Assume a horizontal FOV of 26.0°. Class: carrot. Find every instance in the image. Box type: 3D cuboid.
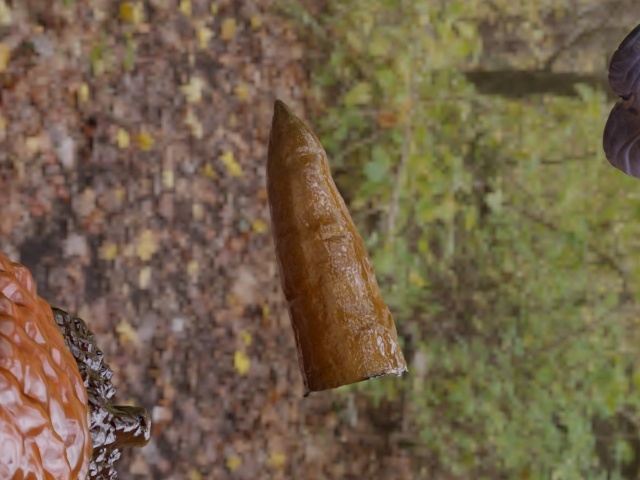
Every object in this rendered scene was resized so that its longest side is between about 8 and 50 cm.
[{"bbox_3d":[0.000,0.000,0.937,0.072,0.072,0.205,5,69,-65],"label":"carrot"}]

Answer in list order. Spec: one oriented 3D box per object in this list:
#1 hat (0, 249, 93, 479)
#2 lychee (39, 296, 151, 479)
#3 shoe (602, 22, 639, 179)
[{"bbox_3d":[-0.303,0.040,0.691,0.400,0.285,0.285,60,38,-35],"label":"hat"},{"bbox_3d":[-0.262,0.150,1.024,0.236,0.271,0.236,168,-90,-79],"label":"lychee"},{"bbox_3d":[0.342,-0.108,1.299,0.095,0.137,0.245,-43,156,-9],"label":"shoe"}]
